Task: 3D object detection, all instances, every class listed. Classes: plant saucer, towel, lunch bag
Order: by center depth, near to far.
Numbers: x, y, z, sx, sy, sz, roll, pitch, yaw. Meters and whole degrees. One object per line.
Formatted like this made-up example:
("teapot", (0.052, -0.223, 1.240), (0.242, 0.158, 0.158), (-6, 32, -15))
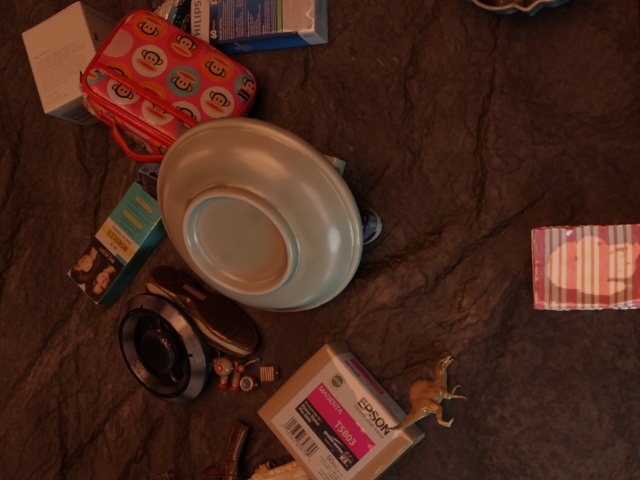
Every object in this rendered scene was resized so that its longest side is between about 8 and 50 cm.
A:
("towel", (0.453, 0.044, 1.428), (0.197, 0.029, 0.144), (-2, 86, 20))
("plant saucer", (-0.127, -0.017, 1.500), (0.400, 0.100, 0.400), (12, 127, 17))
("lunch bag", (-0.292, -0.262, 1.600), (0.293, 0.120, 0.258), (31, 67, -4))

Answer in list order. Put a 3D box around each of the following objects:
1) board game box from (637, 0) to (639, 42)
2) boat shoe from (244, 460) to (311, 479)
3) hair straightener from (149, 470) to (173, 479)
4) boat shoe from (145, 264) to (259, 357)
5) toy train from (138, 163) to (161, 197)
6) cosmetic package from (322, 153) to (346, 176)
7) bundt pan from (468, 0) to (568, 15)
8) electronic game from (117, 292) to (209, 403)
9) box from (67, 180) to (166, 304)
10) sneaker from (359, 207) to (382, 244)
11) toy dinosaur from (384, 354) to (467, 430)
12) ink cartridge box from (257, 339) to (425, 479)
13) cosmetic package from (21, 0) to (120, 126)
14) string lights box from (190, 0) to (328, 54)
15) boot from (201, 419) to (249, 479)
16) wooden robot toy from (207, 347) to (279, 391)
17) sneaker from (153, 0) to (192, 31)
("board game box", (0.670, -0.215, 1.189), (0.356, 0.356, 0.356), (-16, 80, 20))
("boat shoe", (-0.090, 0.440, 1.591), (0.170, 0.063, 0.059), (-17, 65, 22))
("hair straightener", (-0.344, 0.555, 1.679), (0.089, 0.047, 0.230), (20, 93, 20))
("boat shoe", (-0.231, 0.152, 1.656), (0.257, 0.095, 0.095), (37, 128, 17))
("toy train", (-0.257, -0.114, 1.661), (0.184, 0.080, 0.105), (25, 59, 17))
("cosmetic package", (0.007, -0.099, 1.589), (0.041, 0.060, 0.115), (15, 93, 21))
("bundt pan", (0.347, -0.533, 1.458), (0.331, 0.124, 0.331), (-1, 87, 21))
("electronic game", (-0.306, 0.209, 1.653), (0.229, 0.048, 0.229), (15, 117, 31))
("box", (-0.398, 0.006, 1.732), (0.100, 0.060, 0.244), (41, 100, 18))
("sneaker", (0.000, 0.000, 1.563), (0.223, 0.098, 0.083), (-31, 76, 16))
("toy dinosaur", (0.190, 0.285, 1.479), (0.092, 0.053, 0.183), (34, 63, 16))
("ink cartridge box", (0.034, 0.327, 1.533), (0.193, 0.088, 0.235), (-47, 72, 13))
("cosmetic package", (-0.479, -0.353, 1.739), (0.151, 0.151, 0.184), (-22, 80, 17))
("string lights box", (-0.120, -0.439, 1.650), (0.259, 0.077, 0.133), (-2, 85, 20))
("boot", (-0.180, 0.398, 1.636), (0.106, 0.037, 0.114), (-6, 69, 45))
("wooden robot toy", (-0.169, 0.249, 1.619), (0.173, 0.079, 0.076), (11, 90, 21))
("sneaker", (-0.303, -0.462, 1.727), (0.083, 0.071, 0.191), (27, 95, 26))
